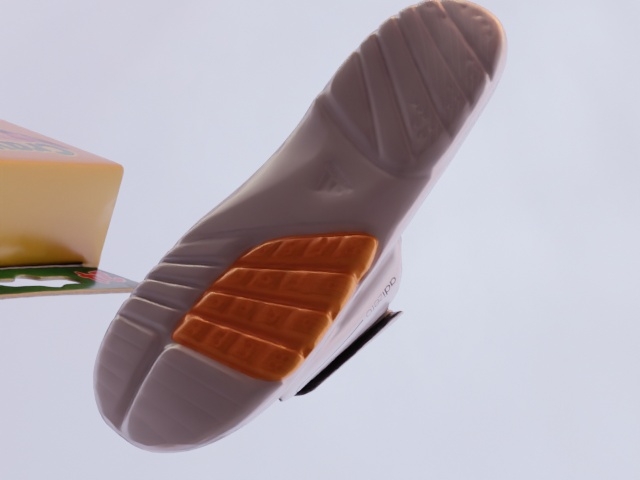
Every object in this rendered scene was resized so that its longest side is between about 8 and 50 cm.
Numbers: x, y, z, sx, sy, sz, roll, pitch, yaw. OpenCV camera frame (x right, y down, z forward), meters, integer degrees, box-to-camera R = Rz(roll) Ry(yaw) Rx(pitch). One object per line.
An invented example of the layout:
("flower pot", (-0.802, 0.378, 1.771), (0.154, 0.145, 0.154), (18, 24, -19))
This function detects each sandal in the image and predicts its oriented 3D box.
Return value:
("sandal", (0.008, 0.004, 0.776), (0.265, 0.076, 0.102), (-49, -128, -8))

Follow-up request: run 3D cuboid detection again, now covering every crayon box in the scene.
("crayon box", (-0.277, -0.047, 1.076), (0.319, 0.202, 0.081), (21, -80, 25))
